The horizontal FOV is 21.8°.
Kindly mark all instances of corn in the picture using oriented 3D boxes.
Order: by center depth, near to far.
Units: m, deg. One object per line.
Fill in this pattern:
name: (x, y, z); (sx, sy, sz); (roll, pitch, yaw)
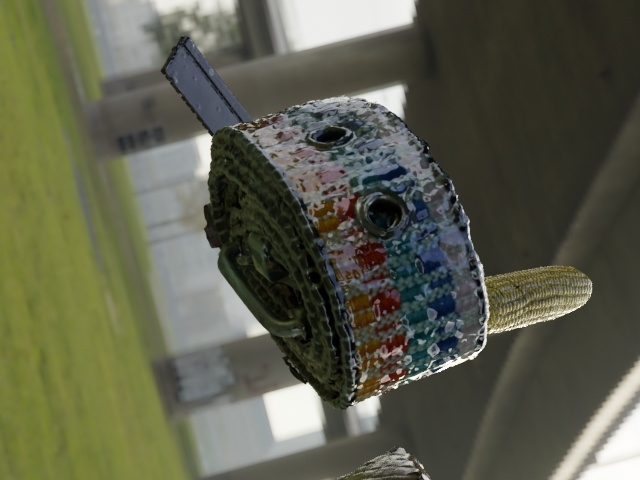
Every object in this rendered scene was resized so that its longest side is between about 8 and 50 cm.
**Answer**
corn: (0.244, 0.070, 1.994); (0.072, 0.203, 0.072); (13, -73, 49)

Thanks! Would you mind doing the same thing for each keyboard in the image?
keyboard: (-0.117, -0.144, 2.030); (0.231, 0.023, 0.072); (52, 44, -30)

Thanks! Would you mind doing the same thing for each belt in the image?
belt: (0.000, 0.000, 1.330); (0.295, 0.160, 0.207); (52, -24, 43)

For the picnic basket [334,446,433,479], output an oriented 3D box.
picnic basket: (0.076, 0.284, 1.454); (0.178, 0.128, 0.138); (61, -1, -6)
